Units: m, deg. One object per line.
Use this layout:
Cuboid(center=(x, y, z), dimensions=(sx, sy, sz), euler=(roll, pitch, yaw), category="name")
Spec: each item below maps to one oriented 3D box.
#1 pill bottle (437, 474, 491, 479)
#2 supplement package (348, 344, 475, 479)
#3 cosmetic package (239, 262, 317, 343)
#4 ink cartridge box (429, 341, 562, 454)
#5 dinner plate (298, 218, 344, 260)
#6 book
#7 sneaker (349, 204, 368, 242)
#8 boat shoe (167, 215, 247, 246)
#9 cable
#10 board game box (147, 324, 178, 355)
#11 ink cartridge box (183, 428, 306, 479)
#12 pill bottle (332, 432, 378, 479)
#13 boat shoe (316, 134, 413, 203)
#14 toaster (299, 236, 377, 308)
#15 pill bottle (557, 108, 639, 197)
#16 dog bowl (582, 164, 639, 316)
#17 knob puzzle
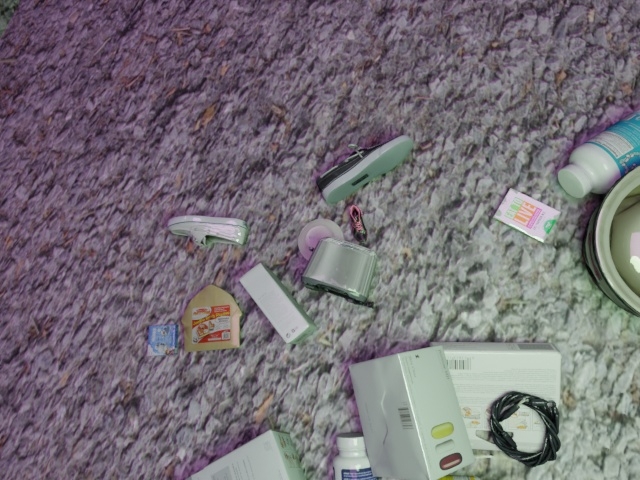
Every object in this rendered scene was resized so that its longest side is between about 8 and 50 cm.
Cuboid(center=(0.321, 0.613, 0.994), dimensions=(0.209, 0.119, 0.119), euler=(-4, 74, 11), category="pill bottle")
Cuboid(center=(0.206, 0.401, 1.013), dimensions=(0.145, 0.204, 0.261), euler=(-1, 69, -33), category="supplement package")
Cuboid(center=(-0.118, 0.179, 1.209), dimensions=(0.086, 0.117, 0.231), euler=(-39, 72, -1), category="cosmetic package")
Cuboid(center=(0.427, 0.386, 1.064), dimensions=(0.297, 0.066, 0.260), euler=(-2, 100, 12), category="ink cartridge box")
Cuboid(center=(0.000, 0.000, 1.287), dimensions=(0.141, 0.017, 0.141), euler=(-4, 73, 12), category="dinner plate")
Cuboid(center=(0.565, -0.068, 1.180), dimensions=(0.144, 0.035, 0.096), euler=(30, 87, 16), category="book")
Cuboid(center=(0.109, -0.051, 1.256), dimensions=(0.047, 0.057, 0.119), euler=(-16, 73, 5), category="sneaker")
Cuboid(center=(-0.358, -0.024, 1.327), dimensions=(0.259, 0.095, 0.084), euler=(0, 71, 13), category="boat shoe")
Cuboid(center=(0.479, 0.450, 1.007), dimensions=(0.151, 0.047, 0.184), euler=(-1, 100, 12), category="cable")
Cuboid(center=(-0.479, 0.303, 1.300), dimensions=(0.090, 0.020, 0.090), euler=(-7, 74, 11), category="board game box")
Cuboid(center=(-0.159, 0.674, 1.040), dimensions=(0.272, 0.130, 0.309), euler=(-30, 57, 3), category="ink cartridge box")
Cuboid(center=(0.086, 0.581, 1.056), dimensions=(0.112, 0.112, 0.186), euler=(-6, 74, 10), category="pill bottle")
Cuboid(center=(0.125, -0.233, 1.277), dimensions=(0.306, 0.113, 0.104), euler=(-35, 64, 17), category="boat shoe")
Cuboid(center=(0.064, 0.085, 1.188), dimensions=(0.227, 0.129, 0.146), euler=(18, 77, 8), category="toaster")
Cuboid(center=(0.765, -0.218, 1.117), dimensions=(0.264, 0.146, 0.146), euler=(-33, 71, 3), category="pill bottle")
Cuboid(center=(0.834, 0.015, 1.015), dimensions=(0.409, 0.150, 0.407), euler=(-1, 80, 8), category="dog bowl")
Cuboid(center=(-0.322, 0.229, 1.283), dimensions=(0.214, 0.030, 0.212), euler=(-3, 75, 12), category="knob puzzle")
